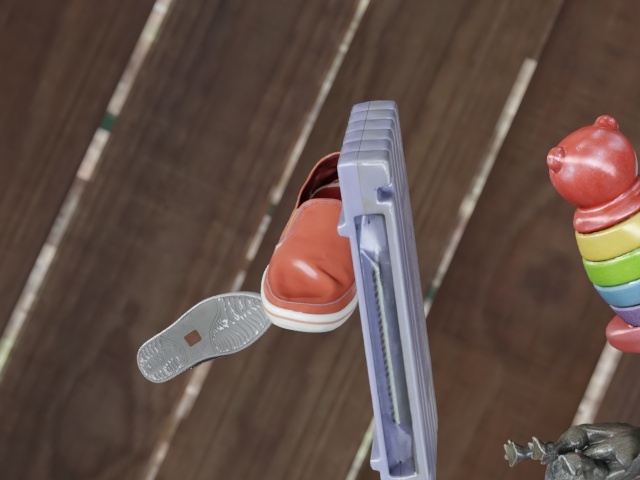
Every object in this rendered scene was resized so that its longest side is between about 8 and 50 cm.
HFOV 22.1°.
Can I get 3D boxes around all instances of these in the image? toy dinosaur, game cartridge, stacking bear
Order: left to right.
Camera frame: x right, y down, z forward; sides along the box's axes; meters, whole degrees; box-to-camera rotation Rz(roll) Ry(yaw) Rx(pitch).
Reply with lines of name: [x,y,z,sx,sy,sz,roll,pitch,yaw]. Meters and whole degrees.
game cartridge: [0.065,0.062,1.574,0.068,0.355,0.230,-7,-162,3]
toy dinosaur: [0.323,0.258,1.934,0.160,0.121,0.313,-9,152,-25]
stacking bear: [0.393,-0.017,2.096,0.289,0.175,0.164,58,176,-13]

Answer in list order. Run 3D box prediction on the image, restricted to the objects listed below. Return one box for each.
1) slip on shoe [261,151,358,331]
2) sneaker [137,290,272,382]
slip on shoe: [0.000,0.000,2.027,0.123,0.101,0.331,7,-145,10]
sneaker: [-0.143,0.116,2.267,0.083,0.222,0.118,64,-154,-2]
